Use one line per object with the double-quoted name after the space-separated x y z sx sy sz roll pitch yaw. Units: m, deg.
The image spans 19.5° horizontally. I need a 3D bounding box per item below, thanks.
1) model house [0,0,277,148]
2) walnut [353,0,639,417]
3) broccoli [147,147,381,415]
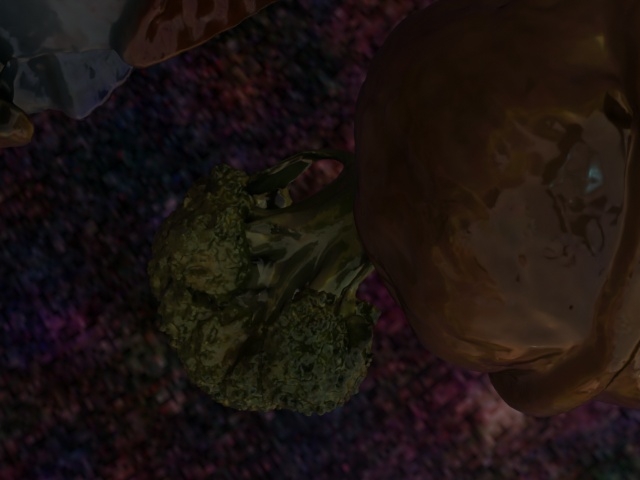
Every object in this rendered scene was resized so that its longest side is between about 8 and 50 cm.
-0.125 -0.209 1.031 0.329 0.252 0.295 -7 117 15 "model house"
0.165 -0.031 1.098 0.296 0.285 0.285 14 116 -10 "walnut"
-0.029 0.019 1.505 0.186 0.254 0.302 27 145 -23 "broccoli"
